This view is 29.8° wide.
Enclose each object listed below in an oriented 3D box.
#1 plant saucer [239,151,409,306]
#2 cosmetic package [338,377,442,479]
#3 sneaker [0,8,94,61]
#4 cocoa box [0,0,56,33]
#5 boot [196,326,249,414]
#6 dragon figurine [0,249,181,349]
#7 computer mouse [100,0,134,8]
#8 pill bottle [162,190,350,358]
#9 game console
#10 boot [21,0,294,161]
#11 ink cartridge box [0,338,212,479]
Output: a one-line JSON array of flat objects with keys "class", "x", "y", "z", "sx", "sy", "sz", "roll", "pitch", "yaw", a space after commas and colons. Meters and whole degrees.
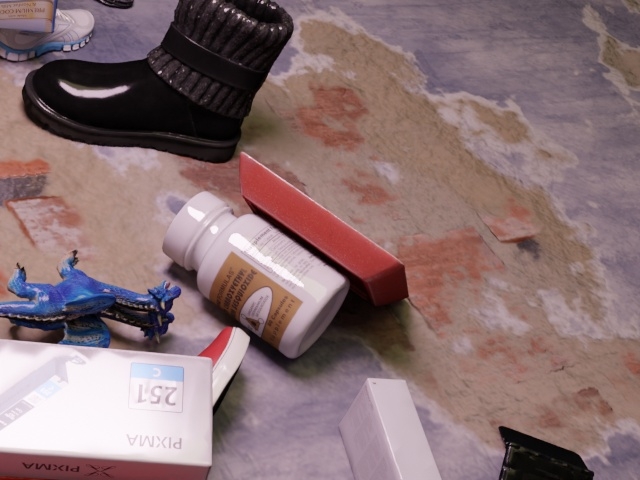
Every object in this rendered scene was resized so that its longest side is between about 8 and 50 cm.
[{"class": "plant saucer", "x": 0.000, "y": 0.000, "z": 1.631, "sx": 0.258, "sy": 0.259, "sz": 0.047, "roll": 35, "pitch": 83, "yaw": 11}, {"class": "cosmetic package", "x": 0.094, "y": 0.286, "z": 1.422, "sx": 0.060, "sy": 0.099, "sz": 0.239, "roll": 4, "pitch": 44, "yaw": -24}, {"class": "sneaker", "x": -0.418, "y": -0.338, "z": 1.862, "sx": 0.071, "sy": 0.083, "sz": 0.191, "roll": 38, "pitch": 39, "yaw": 17}, {"class": "cocoa box", "x": -0.544, "y": -0.465, "z": 1.726, "sx": 0.347, "sy": 0.228, "sz": 0.231, "roll": 4, "pitch": 43, "yaw": -13}, {"class": "boot", "x": -0.199, "y": 0.159, "z": 1.420, "sx": 0.176, "sy": 0.088, "sz": 0.244, "roll": 28, "pitch": 42, "yaw": 5}, {"class": "dragon figurine", "x": -0.294, "y": 0.086, "z": 1.417, "sx": 0.144, "sy": 0.085, "sz": 0.289, "roll": 27, "pitch": 25, "yaw": 30}, {"class": "computer mouse", "x": -0.423, "y": -0.422, "z": 1.986, "sx": 0.242, "sy": 0.041, "sz": 0.071, "roll": 0, "pitch": 44, "yaw": -29}, {"class": "pill bottle", "x": -0.088, "y": 0.040, "z": 1.575, "sx": 0.229, "sy": 0.131, "sz": 0.131, "roll": 35, "pitch": 39, "yaw": 12}, {"class": "game console", "x": 0.287, "y": 0.306, "z": 1.575, "sx": 0.122, "sy": 0.071, "sz": 0.107, "roll": 20, "pitch": 69, "yaw": -6}, {"class": "boot", "x": -0.235, "y": -0.267, "z": 1.736, "sx": 0.348, "sy": 0.260, "sz": 0.131, "roll": 8, "pitch": 42, "yaw": -22}, {"class": "ink cartridge box", "x": -0.262, "y": 0.233, "z": 1.249, "sx": 0.296, "sy": 0.066, "sz": 0.261, "roll": 6, "pitch": 51, "yaw": -12}]
